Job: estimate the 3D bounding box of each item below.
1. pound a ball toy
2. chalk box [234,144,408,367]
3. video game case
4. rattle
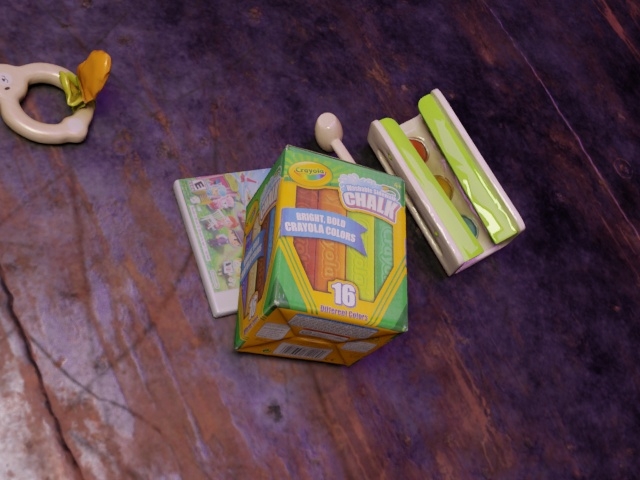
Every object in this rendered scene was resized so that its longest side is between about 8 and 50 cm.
[{"bbox_3d":[0.151,-0.092,1.127,0.208,0.136,0.319,-29,78,-7],"label":"pound a ball toy"},{"bbox_3d":[0.000,0.000,0.931,0.180,0.179,0.289,12,61,-19],"label":"chalk box"},{"bbox_3d":[-0.096,-0.006,1.013,0.193,0.023,0.212,-11,69,-29],"label":"video game case"},{"bbox_3d":[-0.399,-0.212,0.917,0.199,0.143,0.130,19,76,-22],"label":"rattle"}]
